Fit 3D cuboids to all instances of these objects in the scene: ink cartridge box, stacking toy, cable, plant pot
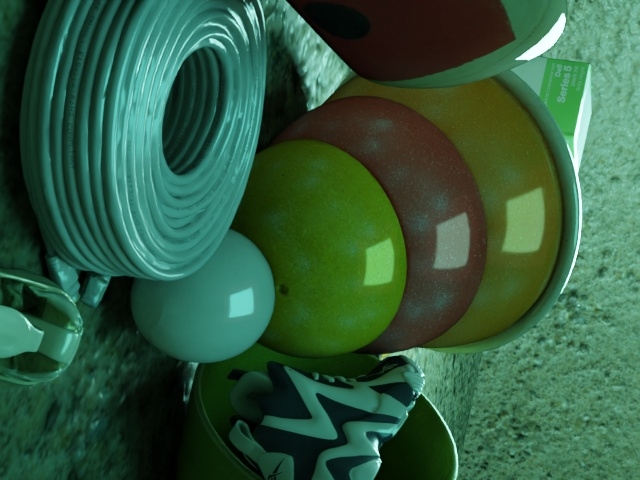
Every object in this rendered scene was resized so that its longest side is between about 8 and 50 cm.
[{"bbox_3d":[0.257,-0.197,1.590,0.198,0.273,0.115,43,59,-71],"label":"ink cartridge box"},{"bbox_3d":[0.000,0.000,1.034,0.480,0.350,0.351,-19,124,-47],"label":"stacking toy"},{"bbox_3d":[-0.120,-0.097,0.776,0.257,0.089,0.257,82,27,-50],"label":"cable"},{"bbox_3d":[-0.044,0.289,1.101,0.293,0.274,0.275,-66,169,27],"label":"plant pot"}]

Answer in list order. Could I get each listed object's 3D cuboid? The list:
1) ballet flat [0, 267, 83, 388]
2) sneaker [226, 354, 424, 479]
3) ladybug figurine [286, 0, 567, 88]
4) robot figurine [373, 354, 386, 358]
[{"bbox_3d":[-0.198,0.056,0.664,0.248,0.086,0.086,41,64,-71],"label":"ballet flat"},{"bbox_3d":[-0.004,0.144,0.964,0.094,0.153,0.235,-58,176,38],"label":"sneaker"},{"bbox_3d":[0.002,-0.255,0.724,0.162,0.305,0.449,-43,130,6],"label":"ladybug figurine"},{"bbox_3d":[0.065,0.212,1.619,0.291,0.085,0.211,-34,135,-66],"label":"robot figurine"}]
